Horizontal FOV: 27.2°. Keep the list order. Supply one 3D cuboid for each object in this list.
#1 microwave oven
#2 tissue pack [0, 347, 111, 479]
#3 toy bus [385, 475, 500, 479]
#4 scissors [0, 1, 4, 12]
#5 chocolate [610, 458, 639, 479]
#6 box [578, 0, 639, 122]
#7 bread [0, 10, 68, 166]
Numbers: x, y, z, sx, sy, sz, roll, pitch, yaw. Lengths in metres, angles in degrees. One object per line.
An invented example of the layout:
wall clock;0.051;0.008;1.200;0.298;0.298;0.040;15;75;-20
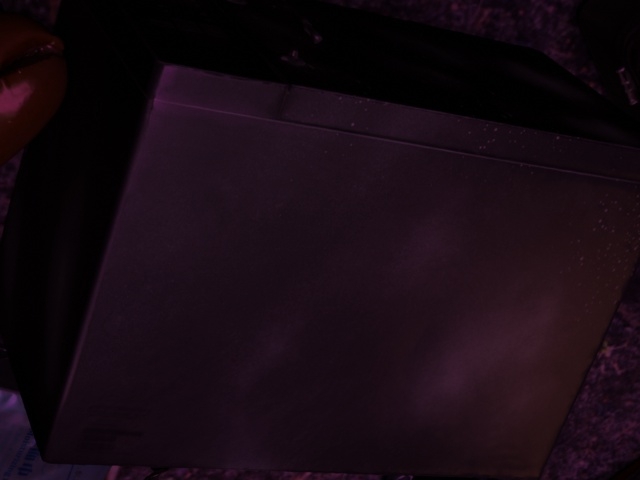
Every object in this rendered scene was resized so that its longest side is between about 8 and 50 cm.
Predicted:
microwave oven;0.000;0.000;1.040;0.432;0.236;0.374;8;114;-28
tissue pack;-0.293;0.223;1.127;0.177;0.089;0.263;21;108;-34
toy bus;0.075;0.344;1.358;0.297;0.106;0.131;-46;128;7
scissors;-0.213;-0.235;0.943;0.088;0.017;0.220;36;99;-32
chocolate;0.458;0.306;1.509;0.237;0.108;0.234;-36;127;0
box;0.330;-0.147;1.172;0.148;0.129;0.210;-36;127;-2
bread;-0.267;-0.095;0.933;0.189;0.077;0.114;-26;90;18
